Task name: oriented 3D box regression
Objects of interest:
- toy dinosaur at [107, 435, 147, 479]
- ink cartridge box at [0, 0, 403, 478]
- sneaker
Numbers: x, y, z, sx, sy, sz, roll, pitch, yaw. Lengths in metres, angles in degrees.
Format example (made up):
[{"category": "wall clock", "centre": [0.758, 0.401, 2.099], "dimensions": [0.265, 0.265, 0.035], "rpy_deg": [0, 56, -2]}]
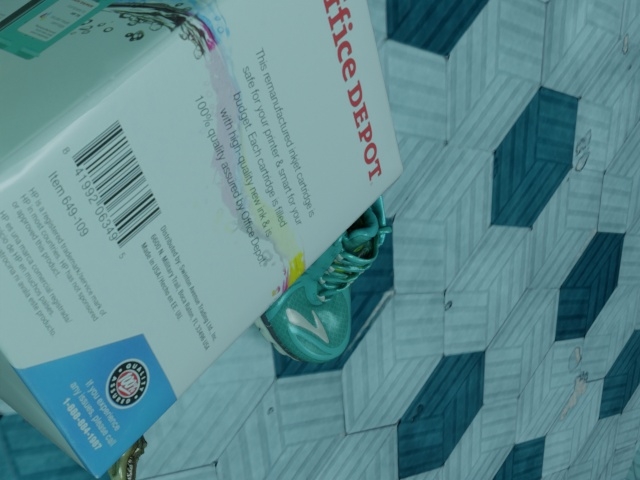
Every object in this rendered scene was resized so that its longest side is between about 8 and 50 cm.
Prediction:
[{"category": "toy dinosaur", "centre": [-0.149, 0.055, 0.744], "dimensions": [0.118, 0.064, 0.268], "rpy_deg": [-2, 111, -59]}, {"category": "ink cartridge box", "centre": [-0.120, -0.058, 0.584], "dimensions": [0.270, 0.197, 0.198], "rpy_deg": [-44, 140, -25]}, {"category": "sneaker", "centre": [0.000, 0.000, 0.851], "dimensions": [0.107, 0.110, 0.275], "rpy_deg": [-33, 136, -36]}]
